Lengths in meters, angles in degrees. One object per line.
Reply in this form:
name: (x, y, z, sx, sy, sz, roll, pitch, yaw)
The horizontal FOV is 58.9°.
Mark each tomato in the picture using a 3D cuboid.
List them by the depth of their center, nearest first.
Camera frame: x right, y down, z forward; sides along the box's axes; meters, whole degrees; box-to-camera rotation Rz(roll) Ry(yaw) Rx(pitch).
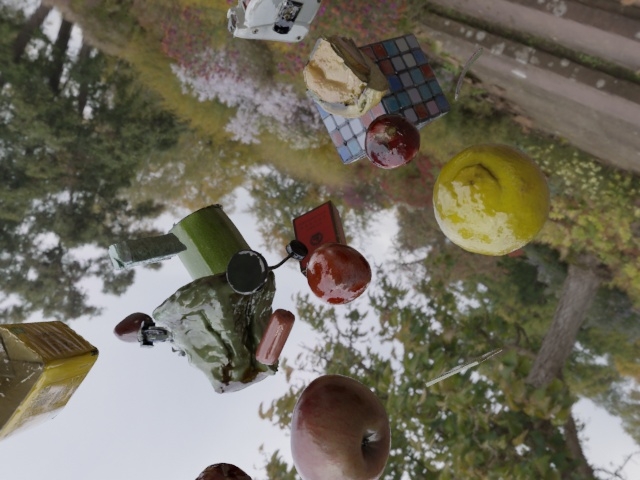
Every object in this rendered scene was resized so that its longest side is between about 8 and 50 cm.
tomato: (0.050, 0.087, 1.448, 0.167, 0.167, 0.167, 25, -166, -7)

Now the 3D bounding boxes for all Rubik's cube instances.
Rubik's cube: (0.190, -0.456, 1.843, 0.286, 0.293, 0.292, -28, -87, -36)

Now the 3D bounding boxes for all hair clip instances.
hair clip: (0.364, -0.415, 1.411, 0.022, 0.137, 0.054, 29, -164, 11)

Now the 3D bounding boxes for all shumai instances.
shumai: (-0.251, 0.256, 1.596, 0.324, 0.324, 0.397, 68, -163, 8)

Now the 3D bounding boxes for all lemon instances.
lemon: (0.491, -0.115, 1.635, 0.347, 0.348, 0.348, 25, -166, -7)

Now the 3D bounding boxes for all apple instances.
apple: (0.067, 0.578, 1.685, 0.269, 0.345, 0.344, 3, -177, 27)

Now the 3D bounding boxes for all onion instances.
onion: (0.161, -0.221, 1.273, 0.131, 0.131, 0.131, 25, -166, -7)

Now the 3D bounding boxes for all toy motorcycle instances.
toy motorcycle: (-0.499, 0.322, 1.868, 0.221, 0.150, 0.102, 15, -120, -33)

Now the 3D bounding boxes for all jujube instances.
jujube: (-0.213, 0.563, 1.149, 0.155, 0.230, 0.155, 19, -171, -3)

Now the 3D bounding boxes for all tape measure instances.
tape measure: (-0.139, -0.747, 1.814, 0.258, 0.265, 0.130, -4, -117, -31)

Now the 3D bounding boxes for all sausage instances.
sausage: (-0.115, 0.246, 1.437, 0.062, 0.154, 0.062, 23, -164, -7)

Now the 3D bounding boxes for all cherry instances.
cherry: (-0.646, 0.304, 2.002, 0.148, 0.115, 0.188, 15, 160, -31)

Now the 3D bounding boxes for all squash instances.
squash: (-0.402, 0.068, 2.228, 0.384, 0.263, 0.263, 55, -158, 12)

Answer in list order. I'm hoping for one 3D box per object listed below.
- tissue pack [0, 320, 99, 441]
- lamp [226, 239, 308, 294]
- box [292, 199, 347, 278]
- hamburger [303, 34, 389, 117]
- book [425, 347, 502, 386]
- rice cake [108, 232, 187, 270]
tissue pack: (-0.877, 0.404, 1.676, 0.228, 0.293, 0.382, 36, 175, 2)
lamp: (-0.107, 0.047, 1.544, 0.130, 0.108, 0.371, 46, -151, 16)
box: (0.000, -0.001, 1.810, 0.074, 0.153, 0.240, 54, -163, -45)
hamburger: (0.068, -0.340, 1.256, 0.135, 0.155, 0.208, -9, -134, -41)
book: (0.396, 0.347, 1.556, 0.192, 0.168, 0.013, -2, -118, -55)
rice cake: (-0.442, 0.025, 1.441, 0.206, 0.063, 0.069, -18, -100, -56)
